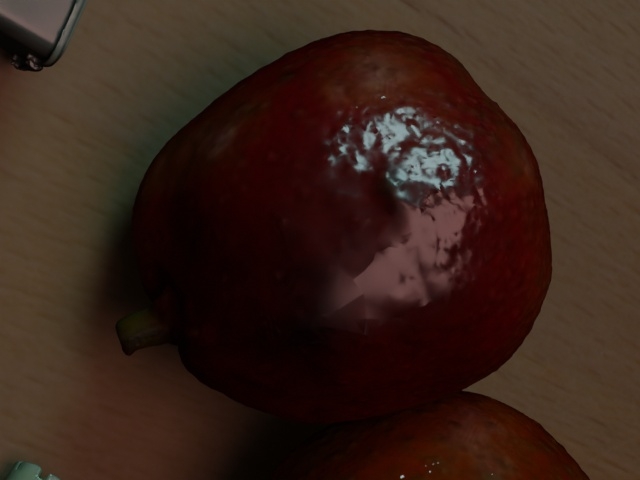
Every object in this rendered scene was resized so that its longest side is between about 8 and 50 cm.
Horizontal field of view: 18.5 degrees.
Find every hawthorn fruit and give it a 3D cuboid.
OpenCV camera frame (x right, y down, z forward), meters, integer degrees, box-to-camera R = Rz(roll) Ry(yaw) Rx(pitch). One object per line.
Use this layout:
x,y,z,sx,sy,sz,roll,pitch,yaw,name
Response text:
0.000,0.000,1.342,0.307,0.265,0.265,-19,109,-13,hawthorn fruit
0.091,0.244,1.438,0.299,0.275,0.275,-17,108,-51,hawthorn fruit

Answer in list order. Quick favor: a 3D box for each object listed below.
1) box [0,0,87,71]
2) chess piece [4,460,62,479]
-0.190,-0.177,1.273,0.069,0.084,0.122,27,80,-29,box
-0.214,0.203,1.332,0.067,0.067,0.103,45,62,-33,chess piece
